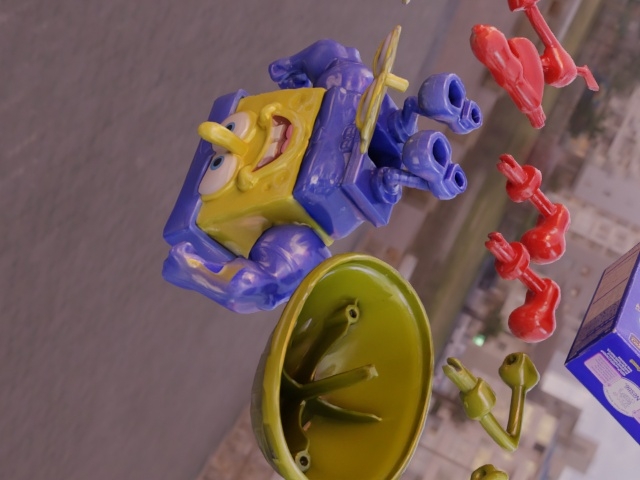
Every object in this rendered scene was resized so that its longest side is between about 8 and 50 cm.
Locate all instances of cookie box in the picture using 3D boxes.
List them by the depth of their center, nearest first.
[{"bbox_3d":[0.185,0.062,0.710,0.040,0.092,0.107,-41,-175,36],"label":"cookie box"}]

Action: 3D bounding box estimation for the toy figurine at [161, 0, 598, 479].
[{"bbox_3d":[0.000,0.000,0.753,0.191,0.217,0.362,41,53,-38],"label":"toy figurine"}]
